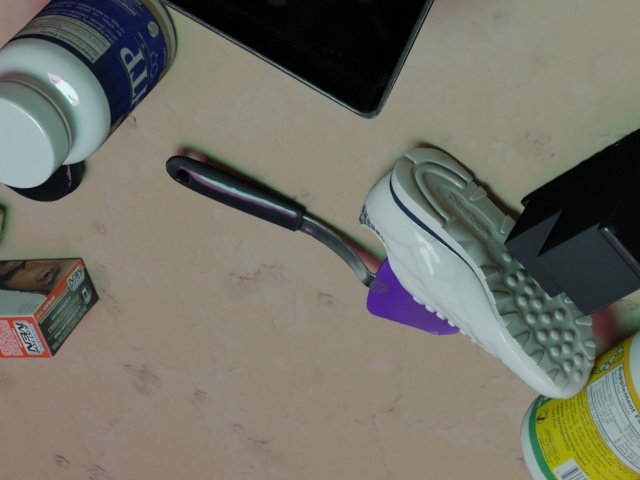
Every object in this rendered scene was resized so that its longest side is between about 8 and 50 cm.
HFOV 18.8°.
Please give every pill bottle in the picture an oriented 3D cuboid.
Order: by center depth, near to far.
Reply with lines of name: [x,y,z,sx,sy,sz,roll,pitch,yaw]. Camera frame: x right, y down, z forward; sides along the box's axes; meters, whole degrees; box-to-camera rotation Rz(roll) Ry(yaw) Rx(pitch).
pill bottle: [0.266,0.132,1.540,0.117,0.117,0.208,43,134,-7]
pill bottle: [-0.204,-0.126,1.548,0.112,0.187,0.112,15,131,18]

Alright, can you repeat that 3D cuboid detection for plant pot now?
plant pot: [0.018,-0.236,1.354,0.187,0.167,0.188,30,134,4]

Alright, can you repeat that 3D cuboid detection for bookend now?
bookend: [0.203,0.003,1.446,0.072,0.157,0.156,48,132,-11]

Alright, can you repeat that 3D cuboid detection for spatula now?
spatula: [0.000,0.000,1.642,0.296,0.030,0.084,28,135,6]

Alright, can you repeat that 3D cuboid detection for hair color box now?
hair color box: [-0.305,0.064,1.818,0.167,0.093,0.053,-2,124,29]

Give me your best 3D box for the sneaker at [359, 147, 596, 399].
sneaker: [0.126,0.036,1.552,0.235,0.090,0.095,52,136,11]

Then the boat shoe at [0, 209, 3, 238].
boat shoe: [-0.381,-0.048,1.800,0.190,0.068,0.072,23,121,-2]

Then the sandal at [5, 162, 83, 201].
sandal: [-0.319,-0.123,1.704,0.254,0.054,0.097,45,133,-9]
